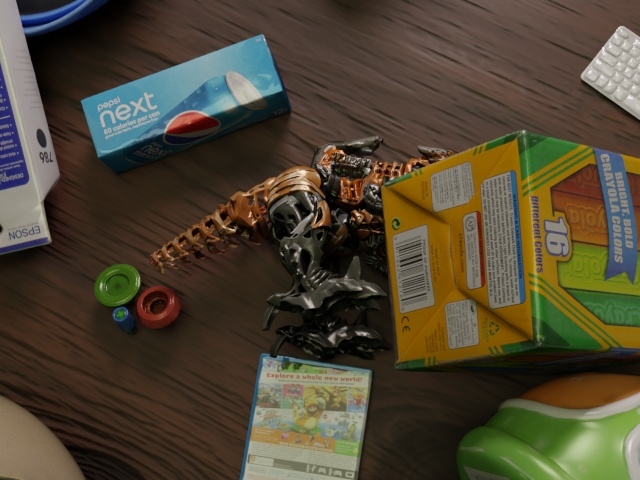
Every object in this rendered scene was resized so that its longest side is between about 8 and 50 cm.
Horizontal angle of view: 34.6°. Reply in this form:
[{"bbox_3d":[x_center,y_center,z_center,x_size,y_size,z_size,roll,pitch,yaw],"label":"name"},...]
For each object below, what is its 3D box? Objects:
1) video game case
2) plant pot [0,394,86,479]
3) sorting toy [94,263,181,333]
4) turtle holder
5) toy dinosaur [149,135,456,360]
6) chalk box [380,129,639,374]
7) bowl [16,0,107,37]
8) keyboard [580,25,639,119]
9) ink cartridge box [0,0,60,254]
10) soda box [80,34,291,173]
[{"bbox_3d":[-0.016,0.206,1.049,0.119,0.015,0.166,7,79,9],"label":"video game case"},{"bbox_3d":[-0.353,0.248,0.975,0.284,0.284,0.191,-26,41,1],"label":"plant pot"},{"bbox_3d":[-0.193,0.070,1.092,0.102,0.042,0.061,24,66,23],"label":"sorting toy"},{"bbox_3d":[0.274,0.259,0.890,0.227,0.243,0.320,-34,66,-18],"label":"turtle holder"},{"bbox_3d":[0.000,0.000,1.049,0.321,0.164,0.218,-20,60,21],"label":"toy dinosaur"},{"bbox_3d":[0.224,0.026,0.944,0.289,0.179,0.180,5,75,-36],"label":"chalk box"},{"bbox_3d":[-0.348,-0.417,1.135,0.391,0.077,0.391,2,97,13],"label":"bowl"},{"bbox_3d":[0.396,-0.124,1.069,0.256,0.014,0.072,39,85,13],"label":"keyboard"},{"bbox_3d":[-0.388,-0.144,1.107,0.165,0.065,0.333,-11,94,12],"label":"ink cartridge box"},{"bbox_3d":[-0.143,-0.146,1.113,0.210,0.067,0.071,-20,76,3],"label":"soda box"}]
